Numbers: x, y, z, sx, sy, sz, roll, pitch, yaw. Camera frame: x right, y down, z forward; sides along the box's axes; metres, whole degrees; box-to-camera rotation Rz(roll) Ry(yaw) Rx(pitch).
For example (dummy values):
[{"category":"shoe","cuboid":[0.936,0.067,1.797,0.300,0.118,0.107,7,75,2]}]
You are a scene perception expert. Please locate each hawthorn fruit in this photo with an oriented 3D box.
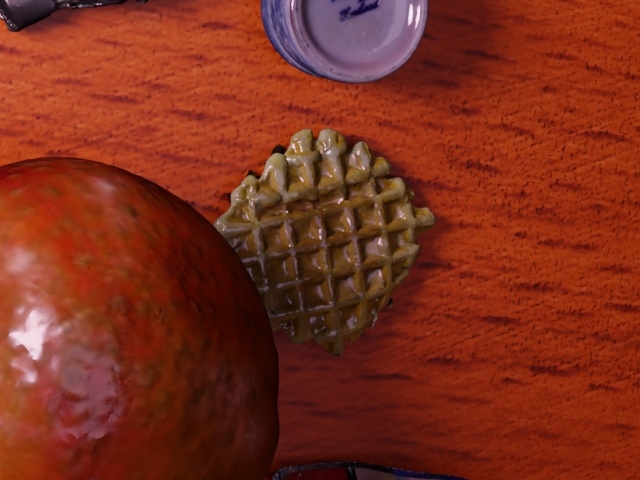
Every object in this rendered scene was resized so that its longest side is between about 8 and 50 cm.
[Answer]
[{"category":"hawthorn fruit","cuboid":[-0.208,0.135,1.777,0.403,0.403,0.402,-2,98,-18]}]

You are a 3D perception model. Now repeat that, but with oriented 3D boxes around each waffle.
[{"category":"waffle","cuboid":[0.000,0.000,1.979,0.208,0.054,0.214,36,79,-16]}]

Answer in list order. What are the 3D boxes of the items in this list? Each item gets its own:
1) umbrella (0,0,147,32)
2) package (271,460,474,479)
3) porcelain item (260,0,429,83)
[{"category":"umbrella","cuboid":[-0.151,-0.302,1.853,0.337,0.128,0.154,-17,112,-12]},{"category":"package","cuboid":[0.080,0.315,2.046,0.270,0.071,0.194,-3,96,-5]},{"category":"porcelain item","cuboid":[0.021,-0.227,1.925,0.147,0.114,0.147,-3,100,-19]}]
